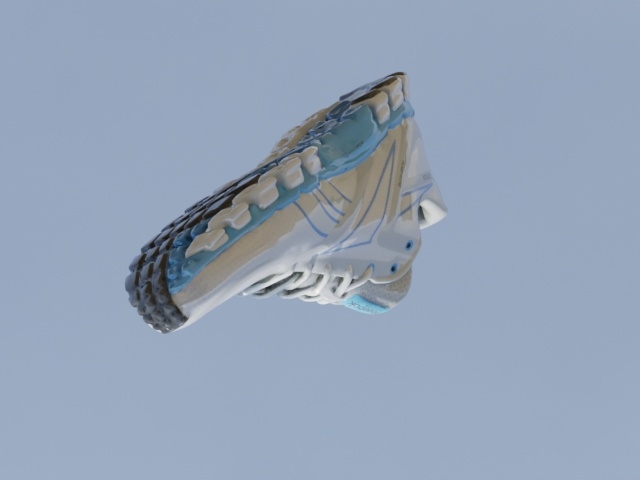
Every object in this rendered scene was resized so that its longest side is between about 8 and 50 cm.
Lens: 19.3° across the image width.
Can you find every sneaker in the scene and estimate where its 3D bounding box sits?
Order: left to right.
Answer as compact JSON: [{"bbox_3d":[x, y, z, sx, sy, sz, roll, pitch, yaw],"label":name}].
[{"bbox_3d":[0.000,0.000,0.753,0.071,0.083,0.191,-22,-169,41],"label":"sneaker"}]
